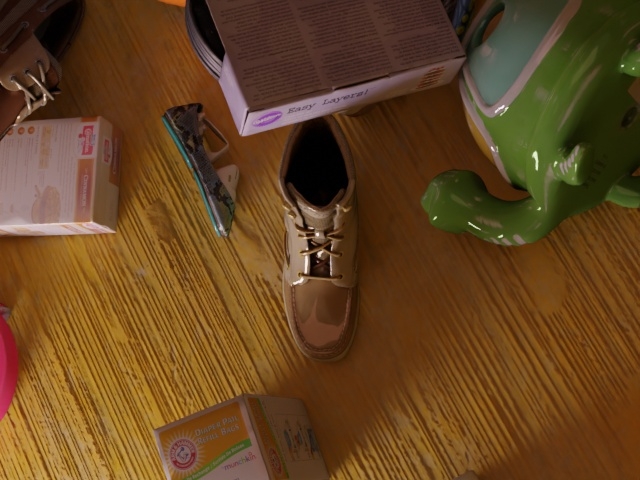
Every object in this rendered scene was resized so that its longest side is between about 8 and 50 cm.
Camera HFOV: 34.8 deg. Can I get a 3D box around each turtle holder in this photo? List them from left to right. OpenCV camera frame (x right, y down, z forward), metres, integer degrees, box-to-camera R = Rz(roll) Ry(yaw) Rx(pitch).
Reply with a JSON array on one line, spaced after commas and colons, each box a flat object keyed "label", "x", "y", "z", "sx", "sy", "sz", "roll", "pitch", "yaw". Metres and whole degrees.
[{"label": "turtle holder", "x": 0.263, "y": -0.147, "z": 1.116, "sx": 0.227, "sy": 0.243, "sz": 0.320, "roll": 42, "pitch": 132, "yaw": 34}]

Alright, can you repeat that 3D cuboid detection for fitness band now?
[{"label": "fitness band", "x": -0.525, "y": 0.149, "z": 1.362, "sx": 0.291, "sy": 0.054, "sz": 0.209, "roll": 25, "pitch": 90, "yaw": 20}]

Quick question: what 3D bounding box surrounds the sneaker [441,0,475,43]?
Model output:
[{"label": "sneaker", "x": 0.159, "y": -0.318, "z": 1.242, "sx": 0.078, "sy": 0.067, "sz": 0.188, "roll": 20, "pitch": 87, "yaw": 15}]

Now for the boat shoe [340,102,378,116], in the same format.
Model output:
[{"label": "boat shoe", "x": 0.031, "y": -0.325, "z": 1.226, "sx": 0.122, "sy": 0.110, "sz": 0.341, "roll": 0, "pitch": 83, "yaw": 53}]

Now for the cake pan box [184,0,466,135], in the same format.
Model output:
[{"label": "cake pan box", "x": -0.010, "y": -0.254, "z": 1.093, "sx": 0.267, "sy": 0.070, "sz": 0.245, "roll": -18, "pitch": 72, "yaw": -18}]

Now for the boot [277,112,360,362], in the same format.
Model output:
[{"label": "boot", "x": 0.000, "y": 0.000, "z": 1.151, "sx": 0.095, "sy": 0.203, "sz": 0.262, "roll": 2, "pitch": 79, "yaw": 2}]

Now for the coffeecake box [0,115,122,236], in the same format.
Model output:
[{"label": "coffeecake box", "x": -0.362, "y": -0.082, "z": 1.346, "sx": 0.186, "sy": 0.068, "sz": 0.142, "roll": -2, "pitch": 78, "yaw": 16}]

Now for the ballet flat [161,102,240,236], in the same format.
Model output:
[{"label": "ballet flat", "x": -0.138, "y": -0.096, "z": 1.290, "sx": 0.070, "sy": 0.070, "sz": 0.188, "roll": -29, "pitch": 76, "yaw": 9}]

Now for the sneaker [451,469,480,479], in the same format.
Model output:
[{"label": "sneaker", "x": 0.097, "y": 0.402, "z": 1.100, "sx": 0.292, "sy": 0.108, "sz": 0.169, "roll": -39, "pitch": 69, "yaw": 5}]

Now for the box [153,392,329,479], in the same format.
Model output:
[{"label": "box", "x": -0.083, "y": 0.239, "z": 1.132, "sx": 0.114, "sy": 0.203, "sz": 0.103, "roll": -23, "pitch": 74, "yaw": 11}]

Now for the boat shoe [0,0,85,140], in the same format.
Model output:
[{"label": "boat shoe", "x": -0.396, "y": -0.225, "z": 1.318, "sx": 0.120, "sy": 0.122, "sz": 0.324, "roll": 9, "pitch": 58, "yaw": 8}]

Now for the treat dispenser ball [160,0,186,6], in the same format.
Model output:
[{"label": "treat dispenser ball", "x": -0.156, "y": -0.430, "z": 1.237, "sx": 0.288, "sy": 0.288, "sz": 0.288, "roll": -3, "pitch": 79, "yaw": 16}]
